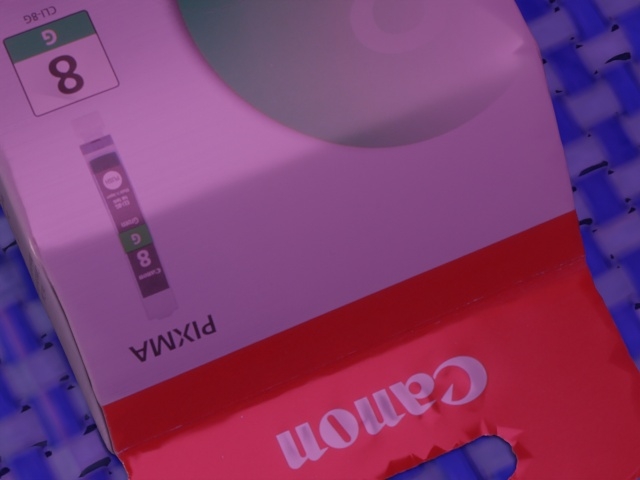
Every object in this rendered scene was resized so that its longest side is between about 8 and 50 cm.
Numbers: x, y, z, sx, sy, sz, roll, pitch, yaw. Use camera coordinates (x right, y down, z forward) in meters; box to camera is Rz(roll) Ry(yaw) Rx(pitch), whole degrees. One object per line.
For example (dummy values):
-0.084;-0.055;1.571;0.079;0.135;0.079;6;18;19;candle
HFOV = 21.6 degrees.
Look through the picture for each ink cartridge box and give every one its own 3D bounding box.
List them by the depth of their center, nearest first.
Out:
0.000;0.000;0.550;0.181;0.056;0.225;-22;75;-13;ink cartridge box
